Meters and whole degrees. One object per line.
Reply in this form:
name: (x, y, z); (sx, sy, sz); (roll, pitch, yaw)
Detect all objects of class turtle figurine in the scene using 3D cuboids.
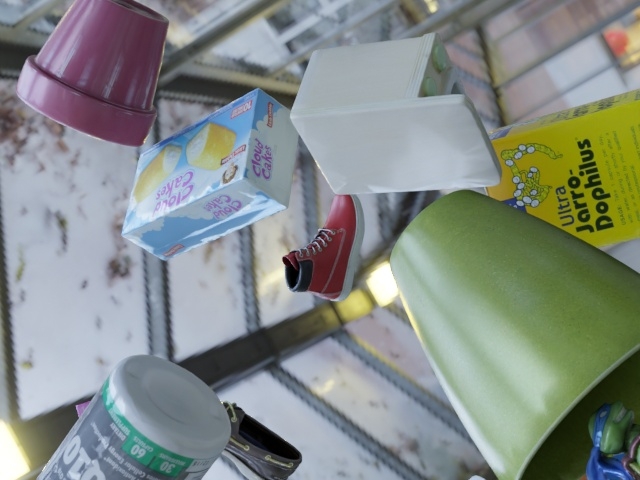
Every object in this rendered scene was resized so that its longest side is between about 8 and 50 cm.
turtle figurine: (0.408, 0.167, 1.148); (0.266, 0.274, 0.198); (26, 168, 20)

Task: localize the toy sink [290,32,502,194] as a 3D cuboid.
toy sink: (0.108, -0.159, 1.501); (0.153, 0.234, 0.131); (57, -139, -44)

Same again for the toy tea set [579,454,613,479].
toy tea set: (0.248, 0.370, 1.666); (0.200, 0.336, 0.124); (99, 153, -63)

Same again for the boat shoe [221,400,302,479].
boat shoe: (-0.183, 0.388, 2.486); (0.324, 0.097, 0.116); (40, -159, -11)

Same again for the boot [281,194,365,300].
boot: (0.000, 0.000, 2.605); (0.176, 0.088, 0.244); (15, -99, -41)

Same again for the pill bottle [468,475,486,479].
pill bottle: (0.141, 0.358, 1.368); (0.108, 0.180, 0.108); (44, 164, 16)

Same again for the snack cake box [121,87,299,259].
snack cake box: (-0.155, -0.087, 1.695); (0.089, 0.264, 0.152); (33, -130, -34)

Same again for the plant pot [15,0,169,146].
plant pot: (-0.309, -0.256, 1.715); (0.201, 0.180, 0.201); (24, -166, -6)

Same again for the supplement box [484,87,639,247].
supplement box: (0.432, -0.108, 1.770); (0.194, 0.357, 0.195); (-38, -68, -70)

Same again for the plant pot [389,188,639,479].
plant pot: (0.217, 0.086, 1.320); (0.293, 0.275, 0.275); (47, -170, 28)

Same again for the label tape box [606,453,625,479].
label tape box: (0.388, 0.277, 2.084); (0.106, 0.240, 0.334); (-5, -149, -39)

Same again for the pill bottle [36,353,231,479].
pill bottle: (-0.308, 0.365, 1.807); (0.204, 0.361, 0.204); (31, -160, -13)

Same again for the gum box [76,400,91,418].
gum box: (-0.391, 0.331, 2.339); (0.188, 0.107, 0.062); (55, -164, -82)
